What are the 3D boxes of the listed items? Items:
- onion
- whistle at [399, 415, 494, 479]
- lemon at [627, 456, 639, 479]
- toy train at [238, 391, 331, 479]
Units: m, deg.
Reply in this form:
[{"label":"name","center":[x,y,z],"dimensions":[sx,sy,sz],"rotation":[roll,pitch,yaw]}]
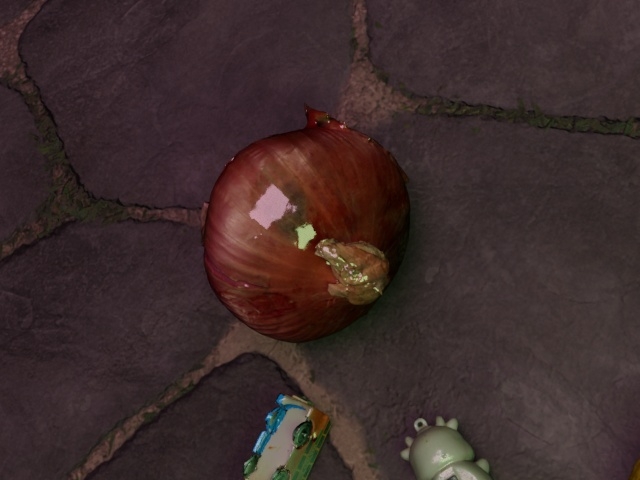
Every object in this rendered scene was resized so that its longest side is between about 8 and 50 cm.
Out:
[{"label":"onion","center":[-0.020,-0.023,1.567],"dimensions":[0.354,0.353,0.353],"rotation":[-6,69,17]},{"label":"whistle","center":[0.201,0.357,1.483],"dimensions":[0.110,0.092,0.244],"rotation":[-35,62,3]},{"label":"lemon","center":[0.534,0.348,1.241],"dimensions":[0.348,0.348,0.348],"rotation":[-6,69,17]},{"label":"toy train","center":[-0.058,0.326,1.581],"dimensions":[0.072,0.099,0.188],"rotation":[21,80,27]}]
